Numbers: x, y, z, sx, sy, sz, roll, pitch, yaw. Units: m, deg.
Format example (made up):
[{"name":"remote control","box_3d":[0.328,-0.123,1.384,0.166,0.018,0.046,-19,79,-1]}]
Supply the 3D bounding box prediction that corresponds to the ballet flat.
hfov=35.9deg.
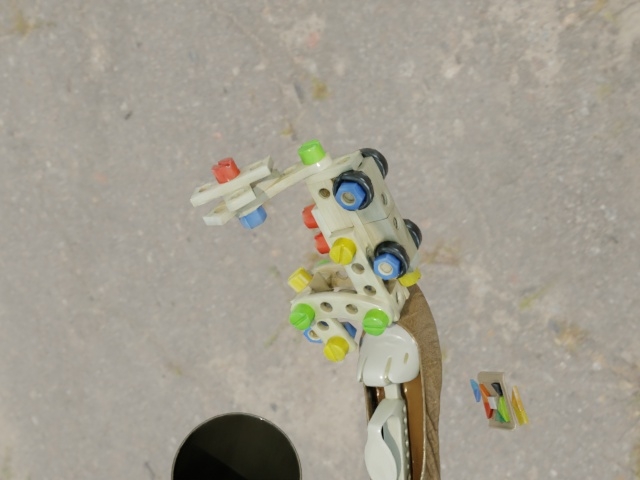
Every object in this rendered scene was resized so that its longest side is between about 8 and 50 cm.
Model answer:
[{"name":"ballet flat","box_3d":[0.096,0.217,1.307,0.116,0.124,0.343,-1,92,30]}]

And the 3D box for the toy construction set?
[{"name":"toy construction set","box_3d":[0.000,0.000,1.205,0.215,0.151,0.328,-14,131,31]}]

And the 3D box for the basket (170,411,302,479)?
[{"name":"basket","box_3d":[-0.125,0.363,1.219,0.154,0.204,0.227,17,123,-1]}]

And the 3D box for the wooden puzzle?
[{"name":"wooden puzzle","box_3d":[0.219,0.201,1.236,0.116,0.014,0.079,143,115,-69]}]
